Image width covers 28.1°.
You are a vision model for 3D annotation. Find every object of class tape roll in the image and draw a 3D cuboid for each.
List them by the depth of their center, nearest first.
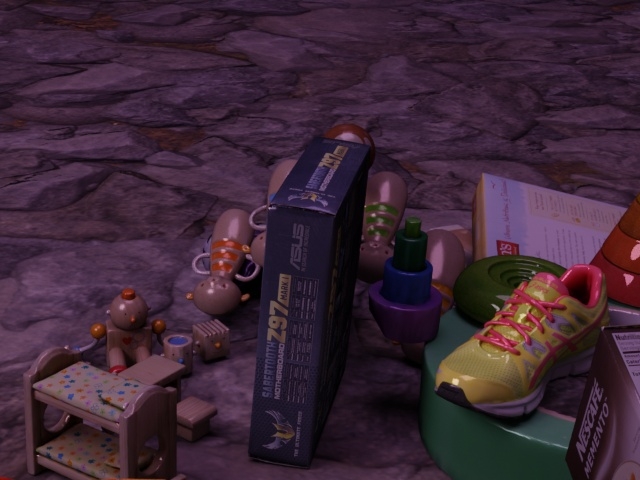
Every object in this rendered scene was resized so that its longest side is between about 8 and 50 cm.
[{"bbox_3d":[0.246,0.137,1.109,0.321,0.077,0.321,2,21,-1],"label":"tape roll"}]

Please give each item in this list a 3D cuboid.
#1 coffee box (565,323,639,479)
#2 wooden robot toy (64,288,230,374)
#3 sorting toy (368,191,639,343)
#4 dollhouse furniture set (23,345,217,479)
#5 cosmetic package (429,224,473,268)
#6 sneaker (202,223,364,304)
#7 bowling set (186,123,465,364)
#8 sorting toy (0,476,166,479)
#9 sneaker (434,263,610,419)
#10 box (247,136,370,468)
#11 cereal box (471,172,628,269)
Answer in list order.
[{"bbox_3d":[0.246,0.186,0.812,0.098,0.141,0.246,-2,39,-8],"label":"coffee box"},{"bbox_3d":[-0.168,0.085,1.186,0.173,0.079,0.076,-4,23,-15],"label":"wooden robot toy"},{"bbox_3d":[0.212,0.001,1.170,0.366,0.126,0.127,-7,27,-25],"label":"sorting toy"},{"bbox_3d":[-0.115,0.139,1.024,0.182,0.101,0.161,16,25,30],"label":"dollhouse furniture set"},{"bbox_3d":[0.164,0.030,1.389,0.041,0.060,0.115,-10,26,-29],"label":"cosmetic package"},{"bbox_3d":[-0.011,0.025,1.386,0.224,0.083,0.098,-12,42,-16],"label":"sneaker"},{"bbox_3d":[0.000,0.000,1.227,0.287,0.200,0.154,4,52,11],"label":"bowling set"},{"bbox_3d":[-0.170,0.185,0.834,0.193,0.038,0.208,2,-22,-2],"label":"sorting toy"},{"bbox_3d":[0.164,0.073,1.030,0.081,0.094,0.208,22,30,36],"label":"sneaker"},{"bbox_3d":[-0.008,0.048,1.091,0.059,0.232,0.183,8,23,7],"label":"box"},{"bbox_3d":[0.277,0.020,1.329,0.240,0.047,0.173,13,38,-4],"label":"cereal box"}]
